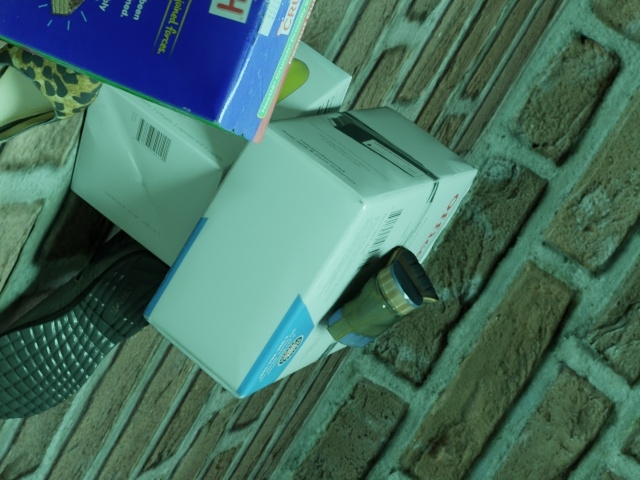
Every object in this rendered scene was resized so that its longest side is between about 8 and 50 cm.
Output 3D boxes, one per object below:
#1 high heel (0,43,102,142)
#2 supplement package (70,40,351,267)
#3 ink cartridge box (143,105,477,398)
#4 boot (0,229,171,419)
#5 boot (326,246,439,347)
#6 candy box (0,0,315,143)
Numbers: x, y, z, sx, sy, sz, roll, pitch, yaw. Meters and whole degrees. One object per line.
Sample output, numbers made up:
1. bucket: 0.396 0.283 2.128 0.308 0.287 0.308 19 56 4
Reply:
1. high heel: -0.312 -0.105 1.417 0.186 0.261 0.093 -50 122 -26
2. supplement package: -0.135 -0.133 1.893 0.263 0.199 0.198 -39 160 -42
3. ink cartridge box: 0.000 0.000 1.882 0.285 0.166 0.395 -57 164 20
4. boot: -0.306 0.090 1.999 0.338 0.118 0.222 -30 -162 12
5. boot: 0.073 0.069 1.840 0.106 0.082 0.219 -33 174 13
6. candy box: -0.153 -0.263 1.275 0.268 0.317 0.122 -68 163 4
